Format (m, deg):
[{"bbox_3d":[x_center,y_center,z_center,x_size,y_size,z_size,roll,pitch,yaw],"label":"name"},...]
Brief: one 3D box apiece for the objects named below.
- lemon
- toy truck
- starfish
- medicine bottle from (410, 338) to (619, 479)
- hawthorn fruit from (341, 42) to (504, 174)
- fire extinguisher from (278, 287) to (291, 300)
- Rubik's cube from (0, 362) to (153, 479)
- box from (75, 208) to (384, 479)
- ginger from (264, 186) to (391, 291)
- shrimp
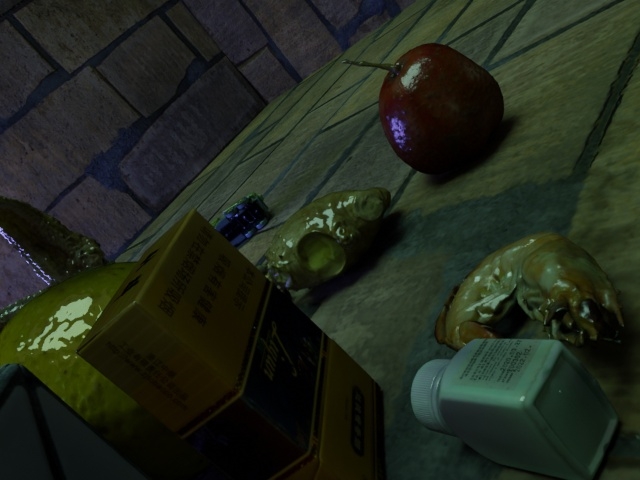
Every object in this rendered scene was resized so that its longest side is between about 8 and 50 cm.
[{"bbox_3d":[-0.200,0.145,0.693,0.310,0.254,0.253,-19,19,2],"label":"lemon"},{"bbox_3d":[-0.186,-0.040,1.420,0.169,0.077,0.100,-38,20,16],"label":"toy truck"},{"bbox_3d":[-0.314,0.093,0.863,0.384,0.398,0.132,-60,9,-27],"label":"starfish"},{"bbox_3d":[0.114,0.103,0.414,0.055,0.074,0.118,-51,18,-27],"label":"medicine bottle"},{"bbox_3d":[0.138,-0.192,0.862,0.162,0.203,0.163,-37,21,17],"label":"hawthorn fruit"},{"bbox_3d":[-0.086,0.096,0.946,0.100,0.032,0.046,-30,30,16],"label":"fire extinguisher"},{"bbox_3d":[-0.259,0.292,0.477,0.260,0.259,0.255,-34,19,11],"label":"Rubik's cube"},{"bbox_3d":[-0.051,0.102,0.502,0.070,0.237,0.152,-41,16,20],"label":"box"},{"bbox_3d":[0.000,0.000,0.868,0.216,0.102,0.157,-35,12,13],"label":"ginger"},{"bbox_3d":[0.146,0.047,0.485,0.132,0.053,0.236,-23,11,7],"label":"shrimp"}]
